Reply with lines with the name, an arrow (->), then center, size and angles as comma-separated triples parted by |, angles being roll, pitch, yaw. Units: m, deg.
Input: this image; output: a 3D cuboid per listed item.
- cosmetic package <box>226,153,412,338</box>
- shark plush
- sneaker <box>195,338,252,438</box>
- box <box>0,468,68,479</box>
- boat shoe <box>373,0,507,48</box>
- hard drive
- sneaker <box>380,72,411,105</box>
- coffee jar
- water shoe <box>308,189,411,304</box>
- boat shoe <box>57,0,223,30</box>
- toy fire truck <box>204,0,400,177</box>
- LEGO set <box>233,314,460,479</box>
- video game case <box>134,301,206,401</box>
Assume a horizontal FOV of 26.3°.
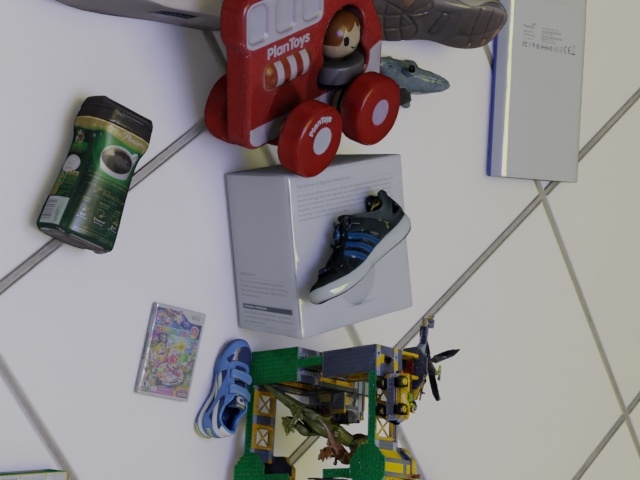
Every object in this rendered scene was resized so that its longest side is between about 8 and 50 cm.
cosmetic package -> 0.000, 0.000, 1.926 | 0.224, 0.138, 0.225 | -13, 103, -42
shark plush -> 0.124, -0.263, 2.072 | 0.161, 0.067, 0.073 | 35, 70, -40
sneaker -> -0.120, 0.206, 1.883 | 0.053, 0.059, 0.144 | 27, 74, -39
box -> -0.363, 0.372, 1.669 | 0.105, 0.043, 0.179 | 6, 83, -44
boat shoe -> 0.132, -0.373, 2.056 | 0.324, 0.123, 0.116 | 8, 54, -35
hard drive -> 0.370, -0.263, 2.325 | 0.210, 0.040, 0.319 | 2, 92, -43
sneaker -> 0.058, -0.188, 2.021 | 0.170, 0.051, 0.089 | -43, 144, -12
coffee jar -> -0.277, -0.083, 1.697 | 0.096, 0.079, 0.184 | 28, 75, -39
water shoe -> 0.037, 0.009, 1.835 | 0.080, 0.073, 0.203 | 53, 52, -7
boat shoe -> -0.211, -0.364, 1.722 | 0.340, 0.127, 0.158 | 2, 87, -52
toy fire truck -> -0.017, -0.246, 1.815 | 0.302, 0.169, 0.254 | -31, 136, -41
LEGO set -> 0.047, 0.255, 1.896 | 0.192, 0.331, 0.255 | 17, 61, -45
video game case -> -0.201, 0.150, 1.835 | 0.087, 0.011, 0.122 | 17, 81, -43
